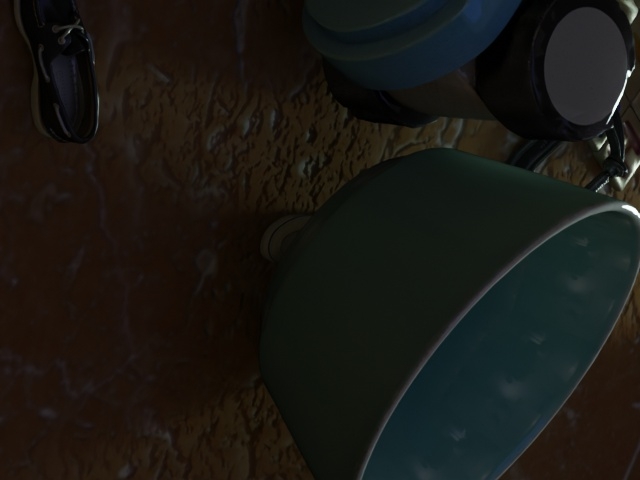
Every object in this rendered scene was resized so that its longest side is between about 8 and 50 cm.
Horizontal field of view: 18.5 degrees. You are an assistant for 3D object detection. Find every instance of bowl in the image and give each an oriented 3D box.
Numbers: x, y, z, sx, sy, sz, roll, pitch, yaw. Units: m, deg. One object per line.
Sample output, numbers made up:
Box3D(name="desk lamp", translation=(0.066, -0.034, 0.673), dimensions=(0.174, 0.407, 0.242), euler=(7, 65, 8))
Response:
Box3D(name="bowl", translation=(0.073, 0.055, 1.418), dimensions=(0.311, 0.163, 0.311), euler=(-39, 154, -24))

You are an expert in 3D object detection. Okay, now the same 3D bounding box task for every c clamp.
Box3D(name="c clamp", translation=(0.208, -0.045, 1.667), dimensions=(0.161, 0.022, 0.137), euler=(-46, 125, -16))

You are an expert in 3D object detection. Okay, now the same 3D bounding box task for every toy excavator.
Box3D(name="toy excavator", translation=(0.077, -0.340, 1.321), dimensions=(0.445, 0.222, 0.433), euler=(41, 72, -36))

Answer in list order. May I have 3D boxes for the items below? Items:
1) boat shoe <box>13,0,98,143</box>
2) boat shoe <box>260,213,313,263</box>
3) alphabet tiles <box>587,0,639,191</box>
Box3D(name="boat shoe", translation=(-0.165, -0.121, 1.247), dimensions=(0.046, 0.038, 0.125), euler=(-19, 116, -41))
Box3D(name="boat shoe", translation=(0.000, 0.000, 1.459), dimensions=(0.100, 0.035, 0.035), euler=(-6, 108, -45))
Box3D(name="alphabet tiles", translation=(0.289, -0.220, 1.703), dimensions=(0.285, 0.011, 0.342), euler=(-55, 135, -18))
